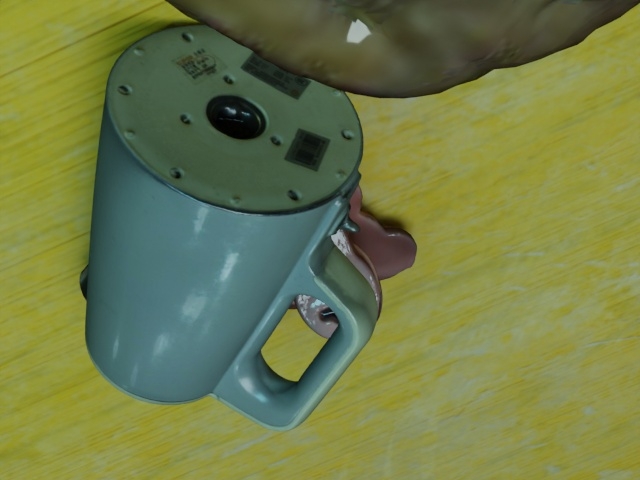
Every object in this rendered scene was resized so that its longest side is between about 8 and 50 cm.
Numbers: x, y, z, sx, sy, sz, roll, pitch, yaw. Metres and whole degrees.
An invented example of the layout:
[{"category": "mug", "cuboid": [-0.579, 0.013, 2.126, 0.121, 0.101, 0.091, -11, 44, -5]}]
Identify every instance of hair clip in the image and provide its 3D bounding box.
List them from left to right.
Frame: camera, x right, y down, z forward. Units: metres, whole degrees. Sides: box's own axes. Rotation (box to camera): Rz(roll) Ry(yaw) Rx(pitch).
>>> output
[{"category": "hair clip", "cuboid": [-0.001, -0.004, 0.935, 0.123, 0.102, 0.138, -26, 104, 6]}]

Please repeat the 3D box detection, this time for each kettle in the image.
[{"category": "kettle", "cuboid": [-0.058, 0.012, 0.828, 0.210, 0.160, 0.243, 28, 136, 5]}]

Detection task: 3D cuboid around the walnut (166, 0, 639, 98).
[{"category": "walnut", "cuboid": [0.014, -0.220, 0.520, 0.344, 0.306, 0.306, 13, 130, -48]}]
